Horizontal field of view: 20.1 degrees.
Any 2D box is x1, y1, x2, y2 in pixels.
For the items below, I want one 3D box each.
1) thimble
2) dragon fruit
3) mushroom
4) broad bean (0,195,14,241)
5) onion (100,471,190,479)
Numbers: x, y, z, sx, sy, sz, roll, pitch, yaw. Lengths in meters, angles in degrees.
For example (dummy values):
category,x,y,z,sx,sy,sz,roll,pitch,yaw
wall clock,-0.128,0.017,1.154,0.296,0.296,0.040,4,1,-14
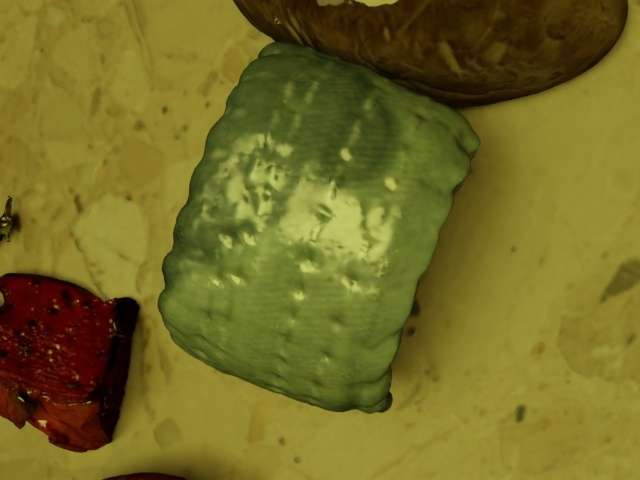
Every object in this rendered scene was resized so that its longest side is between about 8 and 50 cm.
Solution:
category,x,y,z,sx,sy,sz,roll,pitch,yaw
thimble,0.000,0.000,1.195,0.172,0.205,0.250,23,128,3
dragon fruit,-0.230,0.071,1.304,0.192,0.092,0.122,26,96,10
mushroom,0.060,-0.167,1.211,0.286,0.151,0.156,9,95,11
broad bean,-0.340,-0.011,1.352,0.227,0.039,0.069,6,64,8
onion,-0.132,0.283,1.255,0.230,0.163,0.230,2,100,12
